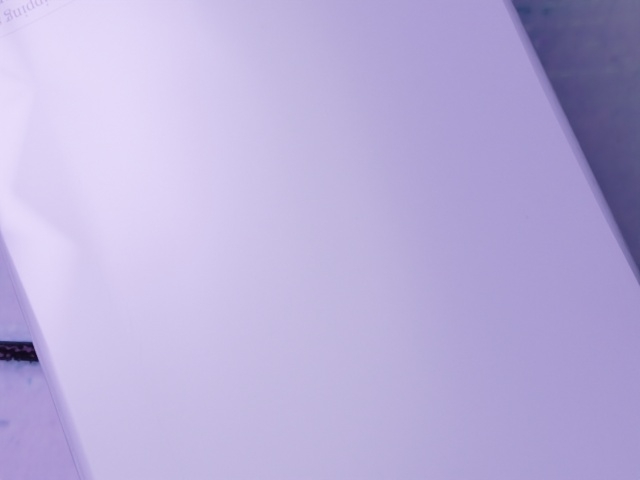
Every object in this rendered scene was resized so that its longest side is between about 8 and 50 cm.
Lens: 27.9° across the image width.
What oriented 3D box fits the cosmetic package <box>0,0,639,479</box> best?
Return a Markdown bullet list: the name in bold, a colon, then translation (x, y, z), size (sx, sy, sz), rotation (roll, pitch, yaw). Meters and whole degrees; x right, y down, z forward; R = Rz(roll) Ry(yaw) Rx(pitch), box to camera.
- **cosmetic package**: translation (0.000, 0.000, 0.519), size (0.217, 0.156, 0.385), rotation (-22, 80, 7)
